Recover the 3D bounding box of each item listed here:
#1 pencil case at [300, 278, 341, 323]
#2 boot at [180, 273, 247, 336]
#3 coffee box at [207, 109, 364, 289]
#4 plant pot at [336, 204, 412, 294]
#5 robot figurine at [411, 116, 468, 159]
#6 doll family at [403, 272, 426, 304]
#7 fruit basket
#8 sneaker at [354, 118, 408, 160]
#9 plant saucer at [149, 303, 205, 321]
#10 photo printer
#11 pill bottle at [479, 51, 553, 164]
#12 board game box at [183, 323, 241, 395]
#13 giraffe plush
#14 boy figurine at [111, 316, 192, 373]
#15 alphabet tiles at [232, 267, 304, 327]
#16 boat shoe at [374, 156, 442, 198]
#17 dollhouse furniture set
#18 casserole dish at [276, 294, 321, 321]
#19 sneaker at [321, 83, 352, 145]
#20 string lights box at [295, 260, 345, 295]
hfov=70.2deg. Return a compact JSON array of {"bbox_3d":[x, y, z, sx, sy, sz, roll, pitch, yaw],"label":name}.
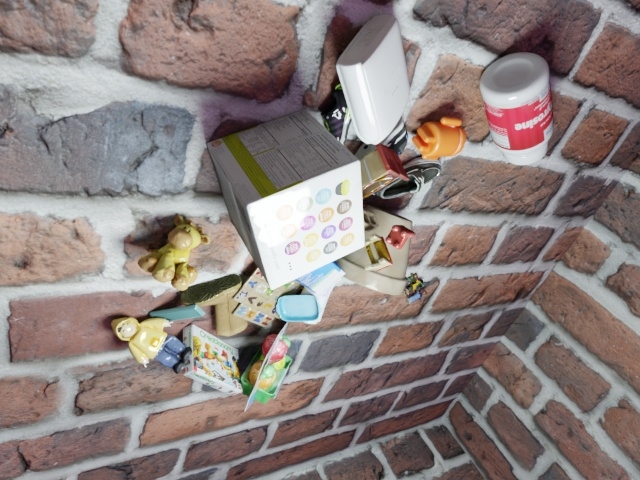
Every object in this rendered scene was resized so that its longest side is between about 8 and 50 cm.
[{"bbox_3d":[-0.011,0.211,1.879,0.124,0.113,0.273,24,110,-2],"label":"pencil case"},{"bbox_3d":[-0.390,0.271,1.718,0.236,0.089,0.269,-16,135,-22],"label":"boot"},{"bbox_3d":[-0.094,-0.132,1.374,0.334,0.338,0.338,-24,137,-15],"label":"coffee box"},{"bbox_3d":[0.222,0.022,1.780,0.323,0.323,0.280,13,103,-41],"label":"plant pot"},{"bbox_3d":[0.446,-0.374,1.683,0.219,0.128,0.158,-6,105,-30],"label":"robot figurine"},{"bbox_3d":[0.475,0.242,2.294,0.111,0.076,0.193,-31,143,-13],"label":"doll family"},{"bbox_3d":[-0.196,0.501,1.909,0.353,0.165,0.327,-63,177,30],"label":"fruit basket"},{"bbox_3d":[0.229,-0.320,1.619,0.217,0.079,0.121,-42,136,2],"label":"sneaker"},{"bbox_3d":[-0.508,0.262,1.613,0.192,0.018,0.067,-10,139,15],"label":"plant saucer"},{"bbox_3d":[0.172,-0.464,1.366,0.256,0.107,0.307,-58,145,-27],"label":"photo printer"},{"bbox_3d":[0.754,-0.478,1.726,0.229,0.229,0.408,-39,138,2],"label":"pill bottle"},{"bbox_3d":[-0.424,0.475,1.794,0.053,0.193,0.305,-25,140,14],"label":"board game box"},{"bbox_3d":[-0.433,0.026,1.408,0.181,0.210,0.170,30,102,-20],"label":"giraffe plush"},{"bbox_3d":[-0.588,0.343,1.588,0.285,0.092,0.177,40,73,-20],"label":"boy figurine"},{"bbox_3d":[-0.189,0.210,1.802,0.285,0.011,0.342,-51,144,0],"label":"alphabet tiles"},{"bbox_3d":[0.342,-0.224,1.751,0.335,0.119,0.121,-21,135,-18],"label":"boat shoe"},{"bbox_3d":[0.205,-0.105,1.506,0.201,0.374,0.152,-28,160,29],"label":"dollhouse furniture set"},{"bbox_3d":[-0.084,0.267,1.831,0.188,0.037,0.114,-3,106,14],"label":"casserole dish"},{"bbox_3d":[0.043,-0.383,1.458,0.097,0.084,0.235,10,120,-14],"label":"sneaker"},{"bbox_3d":[-0.037,0.086,1.593,0.133,0.077,0.259,-41,138,7],"label":"string lights box"}]
